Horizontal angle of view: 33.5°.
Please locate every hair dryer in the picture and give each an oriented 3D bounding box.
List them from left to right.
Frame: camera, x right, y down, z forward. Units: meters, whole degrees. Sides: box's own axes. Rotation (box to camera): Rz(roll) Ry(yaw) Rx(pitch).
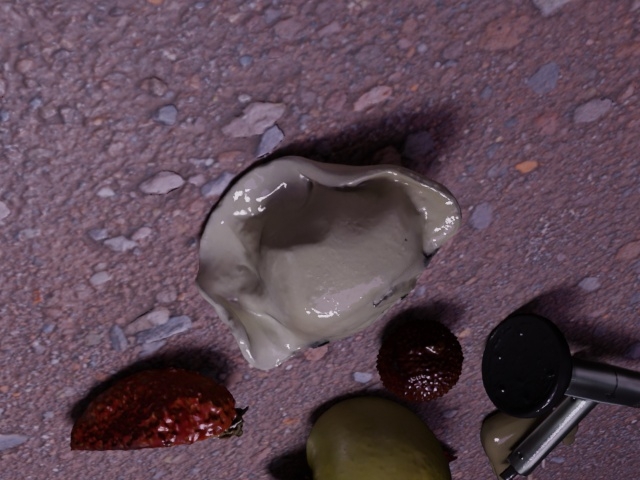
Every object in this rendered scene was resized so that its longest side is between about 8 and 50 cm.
[{"bbox_3d":[0.364,0.288,1.686,0.320,0.156,0.284,27,100,-40],"label":"hair dryer"}]

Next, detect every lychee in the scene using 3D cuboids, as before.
[{"bbox_3d":[0.140,0.175,1.540,0.123,0.123,0.129,11,166,-32],"label":"lychee"}]

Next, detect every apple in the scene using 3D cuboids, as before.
[{"bbox_3d":[0.074,0.415,1.687,0.258,0.233,0.295,15,129,-31],"label":"apple"}]

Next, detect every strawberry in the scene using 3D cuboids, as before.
[{"bbox_3d":[-0.224,0.229,1.464,0.236,0.107,0.175,-3,174,-19],"label":"strawberry"}]

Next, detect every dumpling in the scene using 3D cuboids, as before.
[{"bbox_3d":[0.000,0.000,1.283,0.318,0.187,0.243,-41,97,11],"label":"dumpling"}]

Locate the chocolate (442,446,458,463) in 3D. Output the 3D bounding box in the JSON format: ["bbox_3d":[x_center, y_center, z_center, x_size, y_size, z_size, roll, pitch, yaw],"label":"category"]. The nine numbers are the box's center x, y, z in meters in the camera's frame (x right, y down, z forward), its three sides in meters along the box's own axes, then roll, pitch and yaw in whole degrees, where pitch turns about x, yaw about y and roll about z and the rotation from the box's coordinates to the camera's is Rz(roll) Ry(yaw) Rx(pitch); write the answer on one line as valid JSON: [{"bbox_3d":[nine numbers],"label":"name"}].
[{"bbox_3d":[0.155,0.418,1.885,0.182,0.028,0.086,-34,141,13],"label":"chocolate"}]

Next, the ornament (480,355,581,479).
[{"bbox_3d":[0.385,0.307,1.833,0.230,0.061,0.245,-23,134,-1],"label":"ornament"}]
